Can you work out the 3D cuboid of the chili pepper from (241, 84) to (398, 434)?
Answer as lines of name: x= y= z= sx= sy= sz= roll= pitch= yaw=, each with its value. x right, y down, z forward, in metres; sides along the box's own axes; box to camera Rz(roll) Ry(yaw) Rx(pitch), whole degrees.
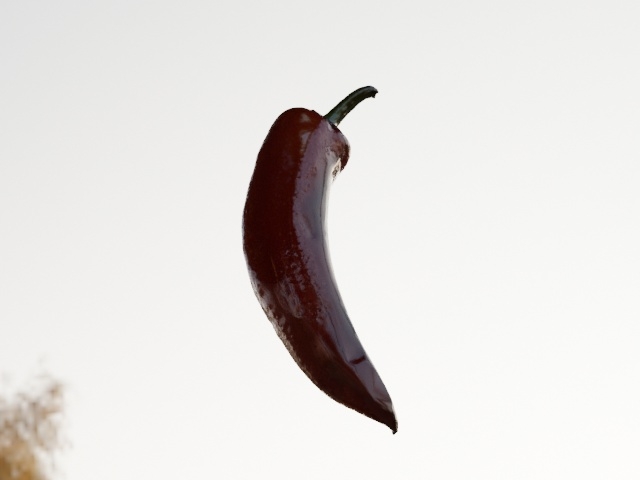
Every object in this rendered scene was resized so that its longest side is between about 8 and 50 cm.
chili pepper: x=-0.006 y=0.003 z=1.492 sx=0.137 sy=0.368 sz=0.092 roll=11 pitch=-33 yaw=-20
